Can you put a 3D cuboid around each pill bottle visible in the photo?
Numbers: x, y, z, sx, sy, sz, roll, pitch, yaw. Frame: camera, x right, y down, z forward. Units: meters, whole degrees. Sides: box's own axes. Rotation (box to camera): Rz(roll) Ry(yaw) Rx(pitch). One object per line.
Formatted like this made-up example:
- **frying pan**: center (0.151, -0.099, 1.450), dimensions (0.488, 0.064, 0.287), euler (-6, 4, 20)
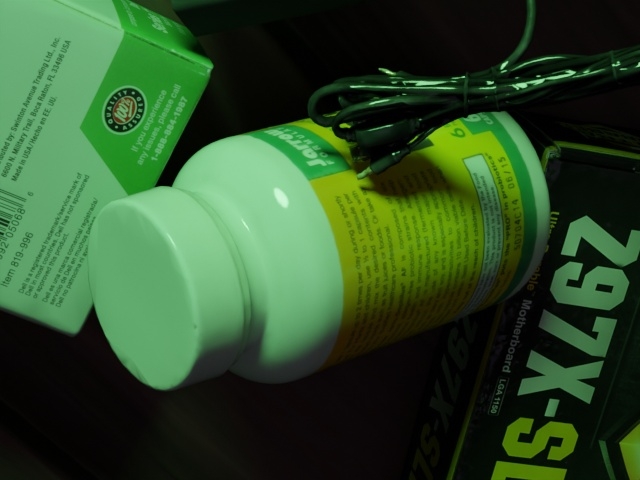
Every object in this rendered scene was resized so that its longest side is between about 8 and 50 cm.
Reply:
- **pill bottle**: center (0.000, 0.000, 0.707), dimensions (0.208, 0.117, 0.118), euler (-17, 118, -37)

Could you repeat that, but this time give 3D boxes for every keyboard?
- **keyboard**: center (0.084, -0.141, 0.640), dimensions (0.317, 0.033, 0.202), euler (-11, 81, 13)

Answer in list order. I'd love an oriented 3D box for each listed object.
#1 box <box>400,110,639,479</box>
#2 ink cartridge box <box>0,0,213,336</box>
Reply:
- **box**: center (0.191, 0.102, 0.860), dimensions (0.257, 0.079, 0.322), euler (9, 110, -15)
- **ink cartridge box**: center (-0.179, -0.068, 0.695), dimensions (0.208, 0.087, 0.153), euler (24, 105, -22)
